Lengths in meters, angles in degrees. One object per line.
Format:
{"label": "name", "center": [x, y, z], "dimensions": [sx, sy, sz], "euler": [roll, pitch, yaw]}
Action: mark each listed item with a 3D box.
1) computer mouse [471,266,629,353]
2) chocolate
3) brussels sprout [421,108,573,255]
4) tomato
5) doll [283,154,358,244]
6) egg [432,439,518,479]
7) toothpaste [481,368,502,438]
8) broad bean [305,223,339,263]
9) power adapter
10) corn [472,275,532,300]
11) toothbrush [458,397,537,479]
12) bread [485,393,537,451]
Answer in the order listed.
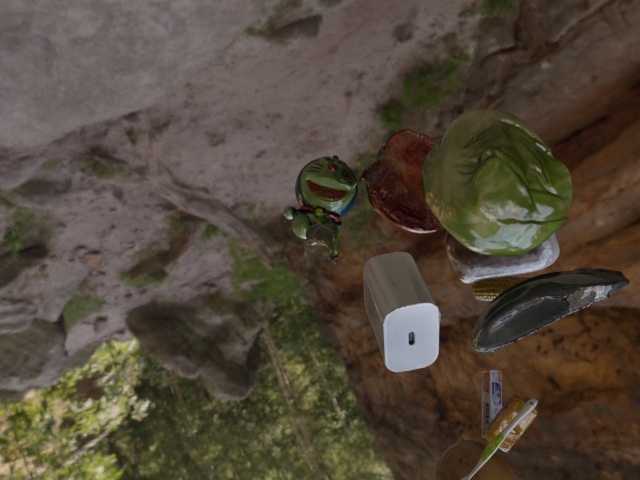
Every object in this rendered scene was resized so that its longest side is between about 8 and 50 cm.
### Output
{"label": "computer mouse", "center": [0.488, 0.136, 1.483], "dimensions": [0.374, 0.114, 0.203], "euler": [-33, 164, 28]}
{"label": "chocolate", "center": [0.465, 0.016, 1.754], "dimensions": [0.303, 0.185, 0.100], "euler": [-18, -176, 36]}
{"label": "brussels sprout", "center": [0.383, -0.118, 1.433], "dimensions": [0.328, 0.328, 0.247], "euler": [-10, 160, -39]}
{"label": "tomato", "center": [0.253, -0.139, 1.850], "dimensions": [0.308, 0.309, 0.170], "euler": [-19, 165, -14]}
{"label": "doll", "center": [0.005, -0.127, 2.076], "dimensions": [0.198, 0.322, 0.186], "euler": [22, 160, 1]}
{"label": "egg", "center": [0.527, 0.861, 2.243], "dimensions": [0.301, 0.374, 0.301], "euler": [-10, 179, 0]}
{"label": "toothpaste", "center": [0.494, 0.471, 1.917], "dimensions": [0.047, 0.196, 0.040], "euler": [11, 164, -29]}
{"label": "broad bean", "center": [0.003, -0.007, 1.466], "dimensions": [0.046, 0.061, 0.195], "euler": [8, -165, -21]}
{"label": "power adapter", "center": [0.167, 0.136, 1.479], "dimensions": [0.124, 0.255, 0.187], "euler": [-10, 126, -7]}
{"label": "corn", "center": [0.550, 0.139, 1.919], "dimensions": [0.231, 0.080, 0.080], "euler": [0, 178, 32]}
{"label": "toothbrush", "center": [0.379, 0.441, 1.435], "dimensions": [0.263, 0.022, 0.026], "euler": [-49, 135, 1]}
{"label": "bread", "center": [0.452, 0.434, 1.586], "dimensions": [0.132, 0.074, 0.053], "euler": [-52, -179, 5]}
